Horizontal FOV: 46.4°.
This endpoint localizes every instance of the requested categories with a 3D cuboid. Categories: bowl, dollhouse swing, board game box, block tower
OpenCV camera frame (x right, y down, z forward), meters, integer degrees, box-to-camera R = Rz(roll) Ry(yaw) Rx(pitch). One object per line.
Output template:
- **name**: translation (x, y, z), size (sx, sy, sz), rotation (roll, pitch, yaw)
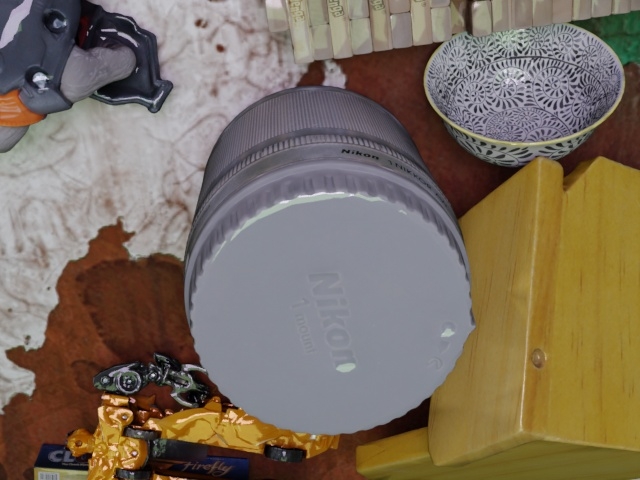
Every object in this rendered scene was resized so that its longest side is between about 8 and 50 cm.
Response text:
- **bowl**: translation (0.180, -0.119, 0.676), size (0.170, 0.170, 0.080), rotation (-11, 140, 2)
- **dollhouse swing**: translation (0.235, 0.119, 0.784), size (0.346, 0.305, 0.316), rotation (13, 77, -27)
- **board game box**: translation (-0.216, 0.331, 0.902), size (0.243, 0.042, 0.165), rotation (7, 114, -7)
- **block tower**: translation (0.120, -0.226, 0.644), size (0.335, 0.097, 0.091), rotation (-8, 115, 2)

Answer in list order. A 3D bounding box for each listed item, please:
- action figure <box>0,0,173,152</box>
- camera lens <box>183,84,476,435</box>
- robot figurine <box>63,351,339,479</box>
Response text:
- **action figure**: translation (-0.273, -0.224, 0.578), size (0.341, 0.178, 0.331), rotation (12, 104, -11)
- **camera lens**: translation (0.000, 0.000, 0.637), size (0.219, 0.274, 0.220), rotation (-1, 115, -3)
- **robot figurine**: translation (-0.129, 0.239, 0.820), size (0.290, 0.085, 0.211), rotation (11, 82, -8)
